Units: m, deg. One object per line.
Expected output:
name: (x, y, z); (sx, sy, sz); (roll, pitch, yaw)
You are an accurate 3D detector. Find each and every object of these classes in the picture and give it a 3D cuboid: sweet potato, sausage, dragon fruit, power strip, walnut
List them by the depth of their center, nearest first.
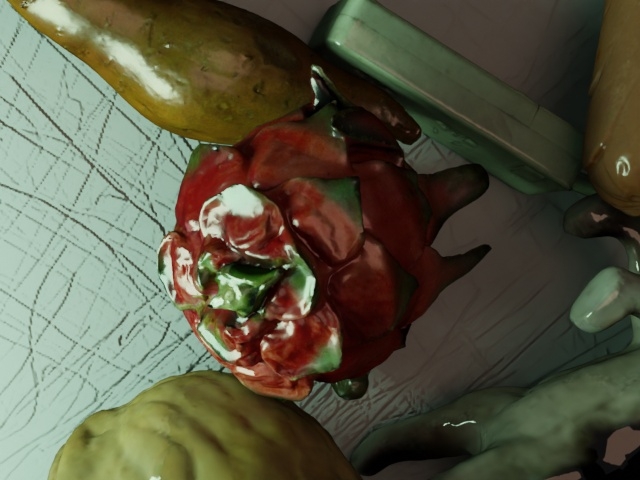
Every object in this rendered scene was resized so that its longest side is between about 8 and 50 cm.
walnut: (-0.085, 0.252, 0.868); (0.252, 0.277, 0.313); (-9, 55, -41)
dragon fruit: (0.000, 0.000, 0.870); (0.192, 0.193, 0.274); (49, 39, 8)
sweet potato: (-0.091, -0.130, 0.939); (0.359, 0.112, 0.112); (17, 87, -11)
sausage: (0.283, -0.156, 0.988); (0.121, 0.121, 0.304); (22, 64, -15)
power strip: (0.126, -0.103, 1.005); (0.288, 0.093, 0.053); (30, 80, -13)

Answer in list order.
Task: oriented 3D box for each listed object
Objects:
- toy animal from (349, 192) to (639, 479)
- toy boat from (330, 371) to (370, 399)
toy animal: (0.237, 0.183, 0.983); (0.302, 0.194, 0.344); (39, 100, -13)
toy boat: (0.025, 0.033, 0.990); (0.075, 0.077, 0.185); (7, 90, -16)
